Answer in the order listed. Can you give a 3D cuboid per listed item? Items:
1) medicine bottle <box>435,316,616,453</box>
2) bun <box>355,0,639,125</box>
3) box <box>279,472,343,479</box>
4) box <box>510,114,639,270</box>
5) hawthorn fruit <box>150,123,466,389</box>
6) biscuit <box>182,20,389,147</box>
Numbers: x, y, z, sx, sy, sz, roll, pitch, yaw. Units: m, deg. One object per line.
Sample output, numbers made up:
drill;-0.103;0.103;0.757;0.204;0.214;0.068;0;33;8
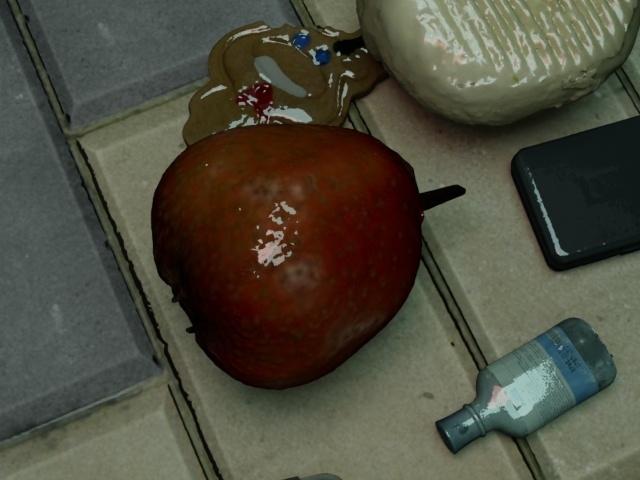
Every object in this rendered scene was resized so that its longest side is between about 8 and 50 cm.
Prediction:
medicine bottle;0.227;0.170;1.355;0.208;0.053;0.090;-29;74;-9
bun;0.217;-0.294;1.447;0.360;0.211;0.359;1;75;-4
box;-0.026;0.366;1.240;0.162;0.130;0.227;-14;69;-5
box;0.357;-0.065;1.446;0.230;0.050;0.160;-16;71;-6
hawthorn fruit;0.000;0.000;1.304;0.369;0.285;0.284;-16;70;-21
biscuit;-0.028;-0.200;1.499;0.320;0.047;0.183;-20;74;-9
